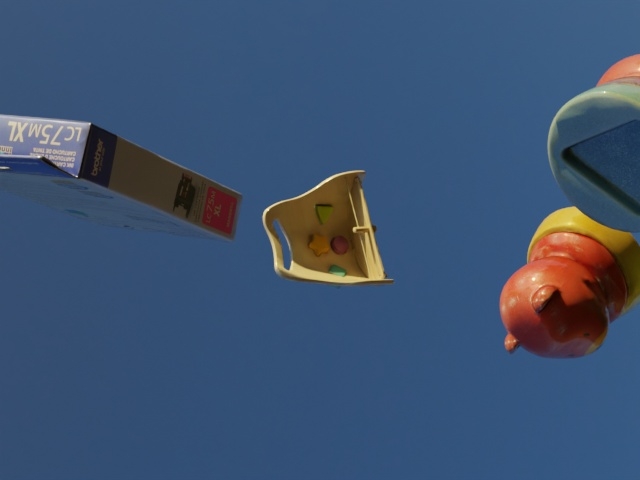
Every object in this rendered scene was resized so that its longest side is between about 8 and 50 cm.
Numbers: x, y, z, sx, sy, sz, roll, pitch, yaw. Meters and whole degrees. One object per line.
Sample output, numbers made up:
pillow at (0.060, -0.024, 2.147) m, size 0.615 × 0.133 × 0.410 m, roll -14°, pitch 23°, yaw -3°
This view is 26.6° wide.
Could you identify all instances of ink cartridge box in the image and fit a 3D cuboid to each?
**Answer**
ink cartridge box at (-0.234, -0.065, 1.312) m, size 0.311 × 0.185 × 0.065 m, roll 20°, pitch -102°, yaw -59°

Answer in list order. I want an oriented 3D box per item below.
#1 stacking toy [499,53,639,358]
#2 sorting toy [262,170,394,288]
stacking toy at (0.299, 0.017, 1.170) m, size 0.279 × 0.309 × 0.130 m, roll 31°, pitch -135°, yaw 23°
sorting toy at (0.000, 0.000, 0.914) m, size 0.075 × 0.045 × 0.083 m, roll -4°, pitch -111°, yaw -26°
